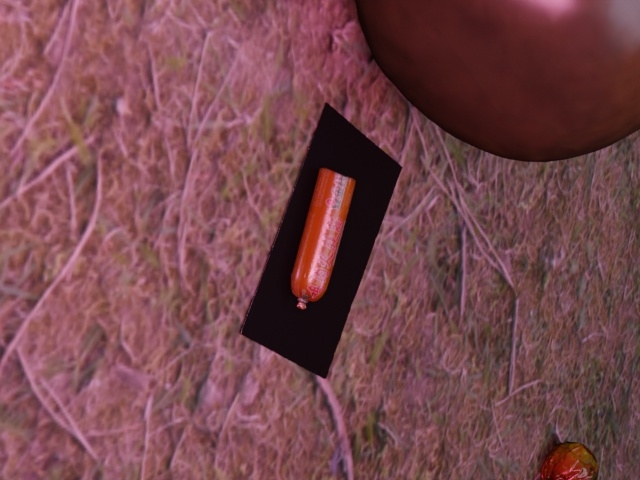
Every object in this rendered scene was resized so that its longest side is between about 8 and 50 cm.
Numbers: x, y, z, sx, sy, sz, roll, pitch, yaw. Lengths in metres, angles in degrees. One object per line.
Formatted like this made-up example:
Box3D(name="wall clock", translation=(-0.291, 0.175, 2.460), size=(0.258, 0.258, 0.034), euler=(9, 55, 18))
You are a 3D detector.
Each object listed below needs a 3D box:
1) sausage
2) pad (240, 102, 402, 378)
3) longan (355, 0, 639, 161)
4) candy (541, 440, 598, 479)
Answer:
Box3D(name="sausage", translation=(0.000, 0.000, 1.000), size=(0.031, 0.031, 0.107), euler=(22, 81, -54))
Box3D(name="pad", translation=(0.004, 0.003, 1.037), size=(0.127, 0.004, 0.190), euler=(36, 71, -52))
Box3D(name="longan", translation=(0.165, -0.210, 0.971), size=(0.297, 0.297, 0.297), euler=(-20, 116, -50))
Box3D(name="candy", translation=(0.226, 0.284, 1.395), size=(0.201, 0.060, 0.060), euler=(-40, 130, -33))
